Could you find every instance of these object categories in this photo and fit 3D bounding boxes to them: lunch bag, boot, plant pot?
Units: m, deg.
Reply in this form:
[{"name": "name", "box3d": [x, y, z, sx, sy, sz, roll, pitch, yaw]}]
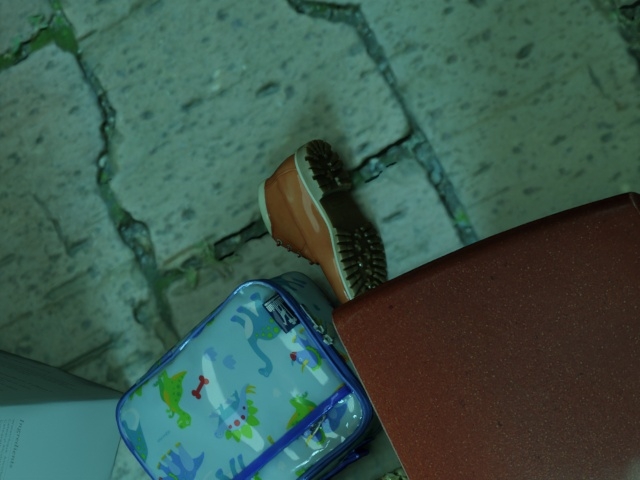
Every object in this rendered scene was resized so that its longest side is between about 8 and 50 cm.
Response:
[{"name": "lunch bag", "box3d": [-0.055, 0.147, 1.687, 0.219, 0.090, 0.176, -40, 80, 22]}, {"name": "boot", "box3d": [0.000, 0.000, 1.702, 0.085, 0.059, 0.158, -30, 77, 36]}, {"name": "plant pot", "box3d": [0.214, 0.110, 1.446, 0.236, 0.267, 0.267, -38, 64, 24]}]

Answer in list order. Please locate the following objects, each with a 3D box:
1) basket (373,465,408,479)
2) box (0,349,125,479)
[{"name": "basket", "box3d": [0.105, 0.339, 1.609, 0.213, 0.223, 0.299, -26, 74, -13]}, {"name": "box", "box3d": [-0.354, 0.186, 1.686, 0.215, 0.345, 0.168, 16, 94, 25]}]
